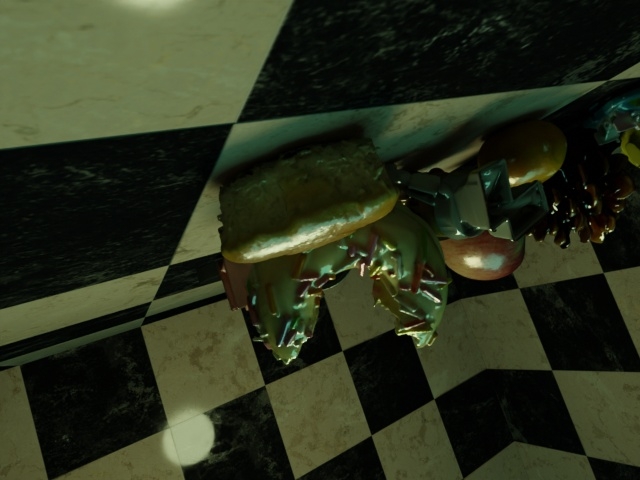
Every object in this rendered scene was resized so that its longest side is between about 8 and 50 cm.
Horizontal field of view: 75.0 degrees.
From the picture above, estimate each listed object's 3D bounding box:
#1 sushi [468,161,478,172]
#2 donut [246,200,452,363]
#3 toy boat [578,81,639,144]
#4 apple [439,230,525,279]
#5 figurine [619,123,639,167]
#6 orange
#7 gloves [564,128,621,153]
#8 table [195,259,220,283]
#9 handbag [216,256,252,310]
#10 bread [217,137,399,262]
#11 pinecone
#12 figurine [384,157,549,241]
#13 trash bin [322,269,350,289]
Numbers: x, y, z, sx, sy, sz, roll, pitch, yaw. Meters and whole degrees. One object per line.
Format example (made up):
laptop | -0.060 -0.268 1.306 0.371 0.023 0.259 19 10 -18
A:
sushi | 0.373 -0.153 0.958 0.210 0.040 0.192 -48 -168 -25
donut | 0.056 0.070 0.734 0.370 0.308 0.150 -4 -158 -7
toy boat | 0.699 -0.280 0.855 0.298 0.092 0.134 -18 170 -5
apple | 0.472 -0.037 1.261 0.269 0.345 0.344 1 -177 26
figurine | 0.879 -0.272 1.068 0.326 0.169 0.218 -8 145 -33
orange | 0.382 -0.156 0.793 0.156 0.124 0.156 -16 177 -1
gloves | 0.680 -0.233 1.121 0.164 0.124 0.203 -2 170 15
table | -0.288 0.087 1.205 0.133 0.043 0.133 -19 174 -2
handbag | -0.165 0.097 1.140 0.212 0.158 0.059 -14 171 -41
bread | -0.020 -0.047 0.558 0.245 0.121 0.174 -21 172 3
pinecone | 0.537 -0.103 0.936 0.264 0.264 0.264 -19 173 -2
figurine | 0.243 -0.071 0.789 0.143 0.308 0.308 -60 -174 -16
trash bin | 0.000 0.000 0.895 0.175 0.176 0.161 -21 -174 16
